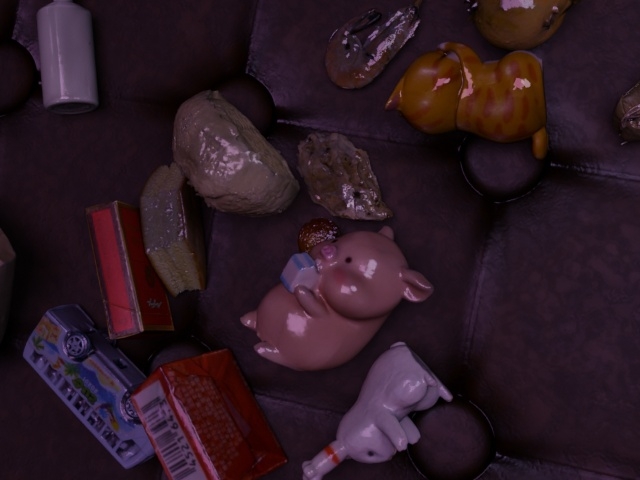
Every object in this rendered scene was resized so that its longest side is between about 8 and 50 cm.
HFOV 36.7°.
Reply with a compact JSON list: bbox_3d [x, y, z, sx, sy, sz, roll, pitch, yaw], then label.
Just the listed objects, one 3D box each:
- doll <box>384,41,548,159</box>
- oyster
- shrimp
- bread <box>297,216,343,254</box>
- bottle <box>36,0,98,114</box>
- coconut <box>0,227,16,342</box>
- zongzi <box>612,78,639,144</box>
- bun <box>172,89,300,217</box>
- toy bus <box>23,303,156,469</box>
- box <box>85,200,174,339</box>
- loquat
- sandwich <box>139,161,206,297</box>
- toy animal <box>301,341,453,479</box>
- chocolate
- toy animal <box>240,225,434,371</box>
[{"bbox_3d":[0.260,-0.245,1.626,0.269,0.166,0.162,13,86,17],"label":"doll"},{"bbox_3d":[0.030,-0.108,1.712,0.133,0.072,0.209,-24,78,7],"label":"oyster"},{"bbox_3d":[0.095,-0.370,1.736,0.223,0.047,0.126,-47,67,7],"label":"shrimp"},{"bbox_3d":[0.000,0.000,1.716,0.085,0.053,0.085,-1,84,13],"label":"bread"},{"bbox_3d":[-0.483,-0.370,1.838,0.104,0.104,0.245,-7,83,12],"label":"bottle"},{"bbox_3d":[-0.734,0.066,1.735,0.415,0.344,0.415,-2,84,17],"label":"coconut"},{"bbox_3d":[0.559,-0.272,1.584,0.194,0.099,0.197,-20,83,4],"label":"zongzi"},{"bbox_3d":[-0.164,-0.134,1.674,0.152,0.259,0.259,-41,77,11],"label":"bun"},{"bbox_3d":[-0.393,0.267,1.761,0.329,0.109,0.136,44,105,13],"label":"toy bus"},{"bbox_3d":[-0.342,0.057,1.741,0.074,0.153,0.240,-15,82,7],"label":"box"},{"bbox_3d":[0.343,-0.407,1.625,0.204,0.149,0.172,-1,85,6],"label":"loquat"},{"bbox_3d":[-0.268,-0.031,1.765,0.094,0.096,0.258,-12,80,17],"label":"sandwich"},{"bbox_3d":[0.100,0.314,1.625,0.138,0.140,0.282,33,89,23],"label":"toy animal"},{"bbox_3d":[-0.190,0.319,1.648,0.108,0.235,0.237,-34,79,21],"label":"chocolate"},{"bbox_3d":[0.021,0.089,1.627,0.256,0.213,0.195,-53,36,21],"label":"toy animal"}]
